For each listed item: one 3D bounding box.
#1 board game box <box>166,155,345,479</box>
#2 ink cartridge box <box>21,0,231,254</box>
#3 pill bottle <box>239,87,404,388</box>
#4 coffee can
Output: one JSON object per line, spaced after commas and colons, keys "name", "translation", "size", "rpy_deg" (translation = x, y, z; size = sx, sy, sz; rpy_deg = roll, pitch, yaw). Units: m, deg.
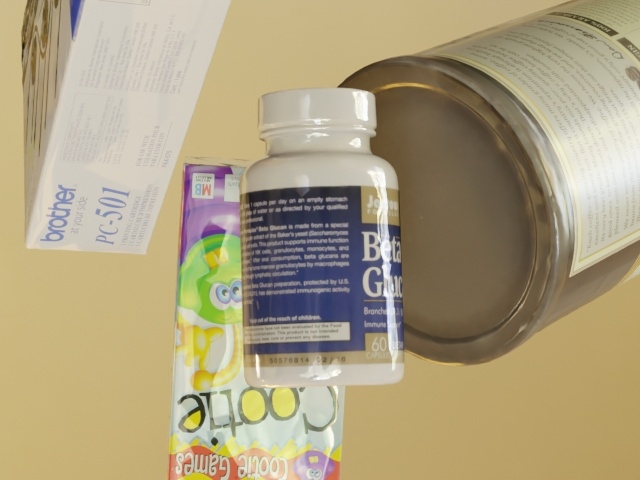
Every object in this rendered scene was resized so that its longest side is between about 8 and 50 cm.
{"name": "board game box", "translation": [-0.052, 0.073, 1.466], "size": [0.142, 0.275, 0.144], "rpy_deg": [3, -175, -4]}
{"name": "ink cartridge box", "translation": [-0.059, -0.091, 0.549], "size": [0.046, 0.207, 0.097], "rpy_deg": [3, -124, -16]}
{"name": "pill bottle", "translation": [0.000, 0.000, 1.022], "size": [0.094, 0.169, 0.094], "rpy_deg": [-2, 176, 0]}
{"name": "coffee can", "translation": [0.154, -0.054, 1.199], "size": [0.202, 0.201, 0.275], "rpy_deg": [4, -161, 42]}
